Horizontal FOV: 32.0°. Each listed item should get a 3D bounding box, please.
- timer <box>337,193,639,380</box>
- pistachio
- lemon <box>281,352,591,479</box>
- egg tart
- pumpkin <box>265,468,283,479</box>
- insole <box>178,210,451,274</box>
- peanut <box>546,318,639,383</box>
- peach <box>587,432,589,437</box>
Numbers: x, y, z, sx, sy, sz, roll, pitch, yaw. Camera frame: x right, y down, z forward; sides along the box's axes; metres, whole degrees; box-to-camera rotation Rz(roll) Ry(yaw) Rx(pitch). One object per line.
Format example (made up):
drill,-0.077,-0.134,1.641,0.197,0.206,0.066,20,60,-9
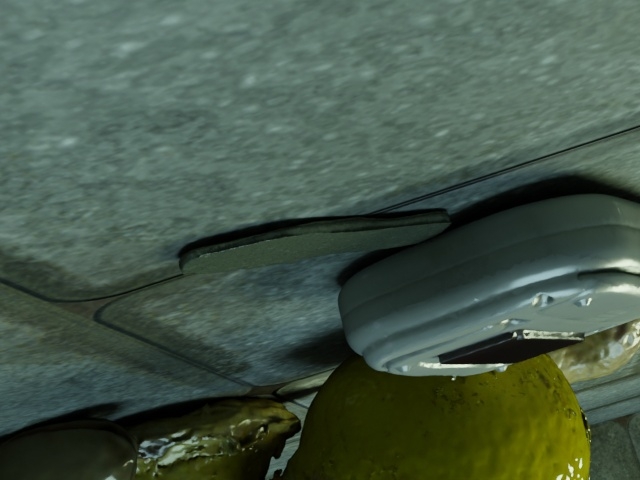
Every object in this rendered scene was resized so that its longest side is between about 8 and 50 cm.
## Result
timer,0.157,0.043,0.876,0.237,0.087,0.262,-26,161,32
pistachio,-0.255,0.232,1.105,0.185,0.126,0.108,-25,-156,19
lemon,0.115,0.211,1.085,0.310,0.258,0.258,-7,162,-19
egg tart,-0.156,0.266,1.271,0.294,0.116,0.295,-14,161,-5
pumpkin,0.000,0.298,1.246,0.254,0.130,0.149,-49,166,-48
insole,0.000,0.000,0.730,0.192,0.010,0.063,-8,163,-27
peanut,0.264,0.118,1.222,0.227,0.086,0.104,-22,140,19
peach,0.307,0.337,1.751,0.231,0.231,0.231,-14,163,-4
